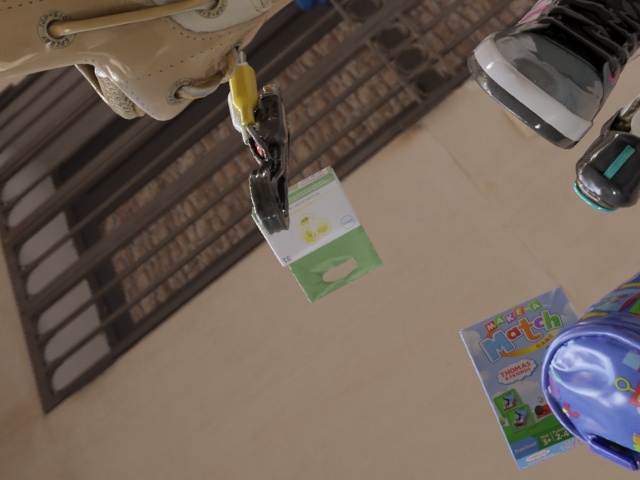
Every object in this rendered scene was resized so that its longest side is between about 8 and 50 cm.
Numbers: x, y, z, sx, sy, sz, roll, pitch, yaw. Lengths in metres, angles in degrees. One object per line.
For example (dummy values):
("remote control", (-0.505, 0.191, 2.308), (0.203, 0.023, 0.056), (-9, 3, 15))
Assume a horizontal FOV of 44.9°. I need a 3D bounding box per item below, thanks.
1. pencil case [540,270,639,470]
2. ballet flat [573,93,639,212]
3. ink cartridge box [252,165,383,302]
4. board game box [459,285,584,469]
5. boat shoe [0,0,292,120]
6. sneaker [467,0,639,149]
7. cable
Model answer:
("pencil case", (0.297, 0.059, 0.581), (0.119, 0.306, 0.133), (21, 127, 45))
("ballet flat", (0.361, -0.110, 0.863), (0.095, 0.096, 0.280), (35, -146, 11))
("ink cartridge box", (0.000, 0.000, 1.464), (0.235, 0.171, 0.056), (60, -174, -20))
("board game box", (0.300, 0.181, 1.050), (0.039, 0.160, 0.212), (55, -167, -46))
("boat shoe", (-0.089, -0.115, 0.361), (0.121, 0.340, 0.110), (-143, 45, -64))
("sneaker", (0.225, -0.181, 0.598), (0.123, 0.178, 0.295), (39, -150, 3))
("cable", (-0.071, -0.092, 0.901), (0.140, 0.072, 0.287), (75, -172, -45))
